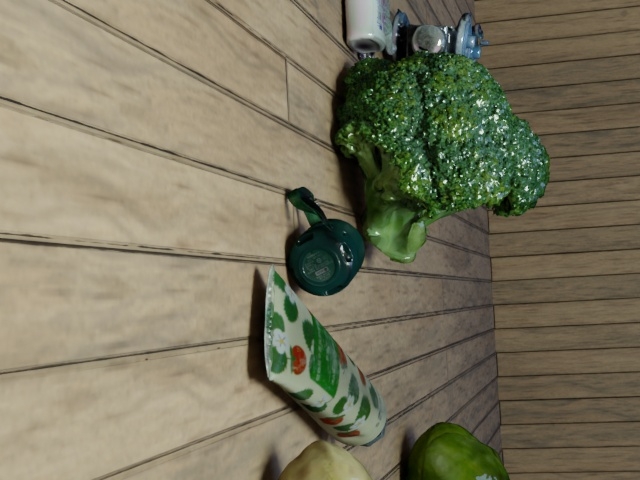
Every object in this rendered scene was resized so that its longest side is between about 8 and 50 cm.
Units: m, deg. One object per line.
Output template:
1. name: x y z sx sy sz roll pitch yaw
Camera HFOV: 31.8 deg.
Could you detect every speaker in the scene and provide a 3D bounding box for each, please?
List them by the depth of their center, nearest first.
1. speaker: 0.004 -0.003 0.992 0.075 0.060 0.094 -49 133 -73

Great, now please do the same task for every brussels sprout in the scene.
1. brussels sprout: 0.176 0.326 1.465 0.161 0.144 0.181 54 7 34

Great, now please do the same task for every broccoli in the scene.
1. broccoli: 0.124 -0.093 1.248 0.241 0.261 0.269 -56 -175 33

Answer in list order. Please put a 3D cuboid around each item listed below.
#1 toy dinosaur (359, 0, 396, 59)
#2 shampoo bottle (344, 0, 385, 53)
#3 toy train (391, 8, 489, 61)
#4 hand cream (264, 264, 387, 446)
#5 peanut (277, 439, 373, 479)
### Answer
1. toy dinosaur: 0.067 -0.258 1.369 0.082 0.039 0.209 36 52 -73
2. shampoo bottle: 0.050 -0.272 1.294 0.072 0.043 0.099 18 68 -76
3. toy train: 0.162 -0.215 1.592 0.300 0.131 0.202 -15 108 -76
4. hand cream: 0.001 0.118 0.968 0.276 0.059 0.095 54 32 -58
5. peanut: 0.010 0.269 0.840 0.120 0.110 0.236 26 59 -65
